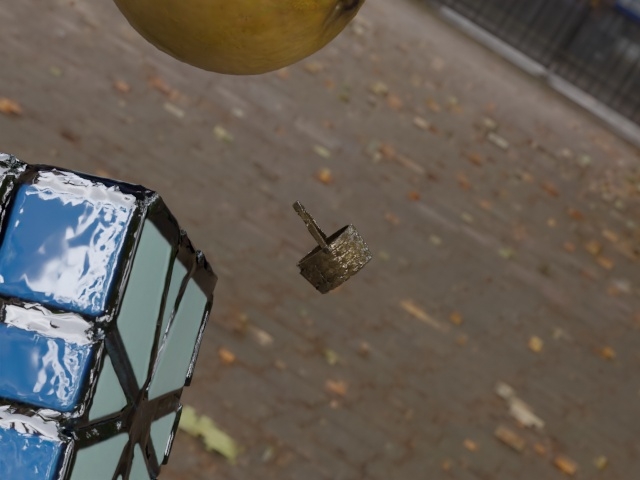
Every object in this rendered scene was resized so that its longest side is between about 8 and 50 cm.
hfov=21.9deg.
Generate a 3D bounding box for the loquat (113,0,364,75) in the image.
[{"bbox_3d":[-0.053,-0.258,1.311,0.263,0.263,0.263,30,12,-7],"label":"loquat"}]

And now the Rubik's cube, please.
[{"bbox_3d":[-0.261,0.095,1.241,0.283,0.288,0.293,13,-15,7],"label":"Rubik's cube"}]

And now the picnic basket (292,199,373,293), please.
[{"bbox_3d":[0.000,0.000,1.488,0.083,0.072,0.072,55,11,-5],"label":"picnic basket"}]
